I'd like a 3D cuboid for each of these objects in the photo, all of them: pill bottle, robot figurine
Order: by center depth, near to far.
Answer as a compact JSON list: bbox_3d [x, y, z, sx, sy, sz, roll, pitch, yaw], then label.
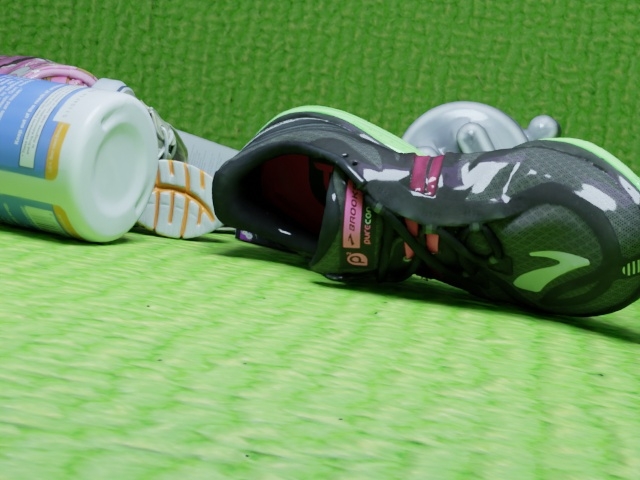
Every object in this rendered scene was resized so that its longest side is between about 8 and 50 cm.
[{"bbox_3d":[-0.317,-0.094,1.407,0.272,0.152,0.152,12,7,25],"label":"pill bottle"},{"bbox_3d":[0.214,-0.102,2.015,0.300,0.199,0.353,-23,1,11],"label":"robot figurine"}]

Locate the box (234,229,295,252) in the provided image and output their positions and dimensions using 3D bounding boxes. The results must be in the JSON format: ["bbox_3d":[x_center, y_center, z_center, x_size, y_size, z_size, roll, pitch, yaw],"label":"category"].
[{"bbox_3d":[0.000,0.000,1.566,0.162,0.029,0.116,12,7,39],"label":"box"}]

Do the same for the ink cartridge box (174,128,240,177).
[{"bbox_3d":[-0.222,-0.129,1.998,0.176,0.069,0.371,13,-5,45],"label":"ink cartridge box"}]

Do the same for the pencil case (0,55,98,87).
[{"bbox_3d":[-0.422,-0.160,1.831,0.167,0.160,0.386,-26,23,-28],"label":"pencil case"}]

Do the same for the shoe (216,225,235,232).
[{"bbox_3d":[-0.091,-0.036,1.629,0.219,0.076,0.058,-1,33,-29],"label":"shoe"}]

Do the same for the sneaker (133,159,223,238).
[{"bbox_3d":[-0.202,-0.050,1.522,0.215,0.084,0.083,7,0,-3],"label":"sneaker"}]

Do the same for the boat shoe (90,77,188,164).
[{"bbox_3d":[-0.217,-0.124,1.637,0.094,0.109,0.302,13,-1,3],"label":"boat shoe"}]

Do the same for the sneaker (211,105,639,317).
[{"bbox_3d":[0.098,-0.011,1.326,0.483,0.185,0.202,10,25,35],"label":"sneaker"}]
